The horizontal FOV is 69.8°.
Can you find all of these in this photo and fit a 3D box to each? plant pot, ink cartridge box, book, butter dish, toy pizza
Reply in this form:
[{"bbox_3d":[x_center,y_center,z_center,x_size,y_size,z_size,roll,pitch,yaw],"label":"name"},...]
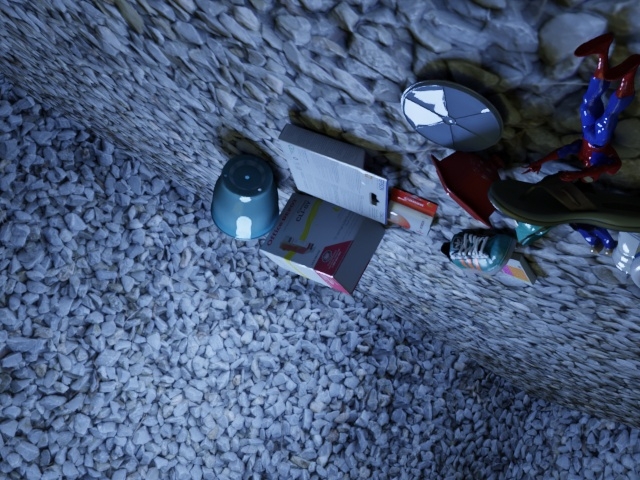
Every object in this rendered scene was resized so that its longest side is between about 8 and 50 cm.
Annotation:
[{"bbox_3d":[-0.279,-0.178,1.720,0.272,0.271,0.255,28,151,4],"label":"plant pot"},{"bbox_3d":[0.000,0.000,1.712,0.385,0.279,0.160,17,161,40],"label":"ink cartridge box"},{"bbox_3d":[0.270,-0.082,1.380,0.145,0.045,0.179,25,168,14],"label":"ink cartridge box"},{"bbox_3d":[0.059,-0.189,1.362,0.330,0.071,0.324,22,165,14],"label":"ink cartridge box"},{"bbox_3d":[0.578,0.078,1.376,0.096,0.035,0.144,18,163,49],"label":"book"},{"bbox_3d":[0.327,-0.132,0.956,0.160,0.118,0.160,36,-151,-25],"label":"butter dish"},{"bbox_3d":[0.249,-0.239,0.871,0.201,0.032,0.201,26,167,7],"label":"toy pizza"}]

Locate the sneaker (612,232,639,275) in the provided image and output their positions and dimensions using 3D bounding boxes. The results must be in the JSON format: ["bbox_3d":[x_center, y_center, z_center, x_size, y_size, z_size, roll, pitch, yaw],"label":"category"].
[{"bbox_3d":[0.678,0.023,0.804,0.297,0.111,0.129,15,139,45],"label":"sneaker"}]

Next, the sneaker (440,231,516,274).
[{"bbox_3d":[0.439,0.031,1.317,0.121,0.108,0.302,25,168,-3],"label":"sneaker"}]

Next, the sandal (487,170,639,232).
[{"bbox_3d":[0.466,-0.086,0.840,0.303,0.120,0.086,6,130,14],"label":"sandal"}]

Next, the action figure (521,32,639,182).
[{"bbox_3d":[0.386,-0.153,0.697,0.280,0.139,0.091,44,-159,-52],"label":"action figure"}]

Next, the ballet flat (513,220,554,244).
[{"bbox_3d":[0.471,-0.048,1.019,0.087,0.083,0.247,61,-169,15],"label":"ballet flat"}]

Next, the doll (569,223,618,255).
[{"bbox_3d":[0.549,-0.043,0.957,0.189,0.046,0.129,39,173,-16],"label":"doll"}]

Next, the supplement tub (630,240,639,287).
[{"bbox_3d":[0.576,-0.011,0.691,0.144,0.199,0.144,28,166,7],"label":"supplement tub"}]
